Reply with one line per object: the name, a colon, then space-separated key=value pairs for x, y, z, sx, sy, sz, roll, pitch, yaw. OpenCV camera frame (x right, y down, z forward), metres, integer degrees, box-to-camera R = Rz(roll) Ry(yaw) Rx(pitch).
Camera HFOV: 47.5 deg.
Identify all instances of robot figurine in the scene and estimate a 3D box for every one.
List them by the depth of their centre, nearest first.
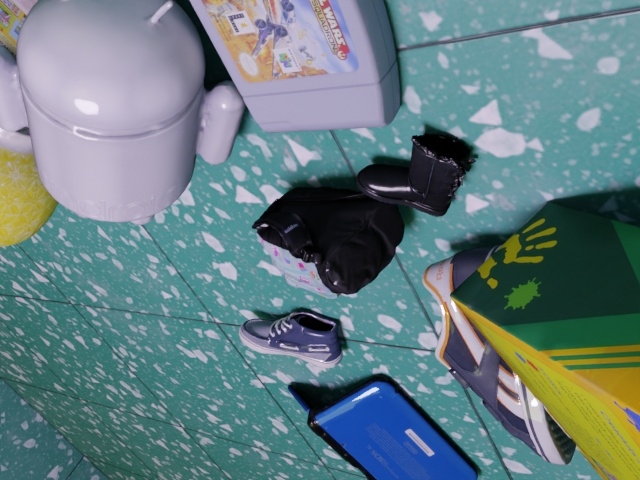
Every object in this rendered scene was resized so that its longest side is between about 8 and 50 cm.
robot figurine: x=-0.240 y=-0.159 z=0.856 sx=0.299 sy=0.200 sz=0.353 roll=4 pitch=148 yaw=-11

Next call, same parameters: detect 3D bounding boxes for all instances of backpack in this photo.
backpack: x=0.000 y=0.000 z=0.908 sx=0.182 sy=0.152 sz=0.115 roll=12 pitch=133 yaw=48

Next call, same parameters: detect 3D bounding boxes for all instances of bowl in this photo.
bowl: x=-0.469 y=-0.152 z=1.030 sx=0.156 sy=0.289 sz=0.289 roll=-34 pitch=110 yaw=29

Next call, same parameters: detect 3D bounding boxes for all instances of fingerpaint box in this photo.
fingerpaint box: x=0.379 y=0.195 z=0.674 sx=0.445 sy=0.163 sz=0.371 roll=48 pitch=176 yaw=-20

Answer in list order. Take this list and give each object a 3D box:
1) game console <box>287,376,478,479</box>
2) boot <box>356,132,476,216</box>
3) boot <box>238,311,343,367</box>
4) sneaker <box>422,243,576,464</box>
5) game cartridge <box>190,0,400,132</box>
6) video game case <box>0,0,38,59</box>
game console: x=0.109 y=0.355 z=1.359 sx=0.250 sy=0.173 sz=0.293 roll=-35 pitch=111 yaw=22
boot: x=0.104 y=-0.079 z=0.806 sx=0.121 sy=0.045 sz=0.099 roll=20 pitch=147 yaw=8
boot: x=-0.053 y=0.147 z=1.211 sx=0.189 sy=0.069 sz=0.086 roll=11 pitch=133 yaw=18
sneaker: x=0.230 y=0.143 z=0.908 sx=0.127 sy=0.126 sz=0.321 roll=-6 pitch=119 yaw=38
game cartridge: x=-0.036 y=-0.236 z=0.724 sx=0.198 sy=0.062 sz=0.297 roll=7 pitch=138 yaw=41
video game case: x=-0.391 y=-0.298 z=0.968 sx=0.227 sy=0.026 sz=0.206 roll=46 pitch=144 yaw=-19
